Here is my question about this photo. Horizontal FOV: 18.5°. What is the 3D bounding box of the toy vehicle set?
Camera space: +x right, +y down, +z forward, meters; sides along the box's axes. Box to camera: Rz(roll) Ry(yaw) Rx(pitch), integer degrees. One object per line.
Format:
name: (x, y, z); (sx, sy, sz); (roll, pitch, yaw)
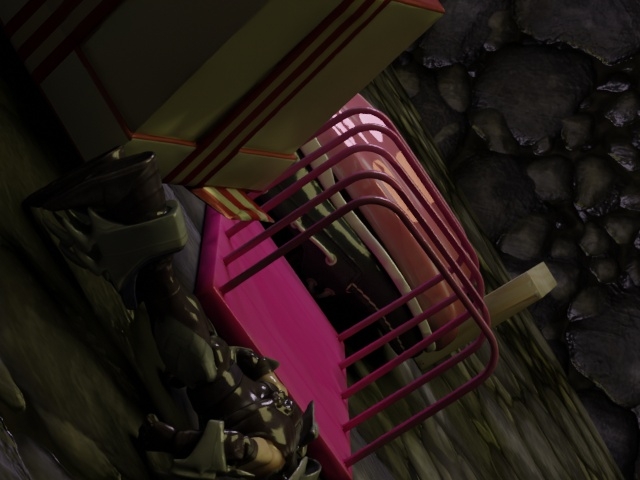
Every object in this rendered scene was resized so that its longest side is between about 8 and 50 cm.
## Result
toy vehicle set: (0.199, 0.088, 2.380); (0.035, 0.166, 0.267); (59, 10, 4)

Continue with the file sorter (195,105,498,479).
file sorter: (0.028, 0.029, 1.682); (0.202, 0.182, 0.291); (55, 11, -17)

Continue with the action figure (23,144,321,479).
action figure: (-0.082, 0.076, 1.281); (0.285, 0.099, 0.185); (60, 2, -11)

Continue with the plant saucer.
plant saucer: (0.057, -0.040, 2.063); (0.332, 0.084, 0.332); (55, -6, 9)

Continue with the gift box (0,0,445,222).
gift box: (-0.084, -0.175, 1.510); (0.276, 0.258, 0.255); (12, 42, -56)

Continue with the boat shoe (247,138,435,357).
boat shoe: (0.000, 0.000, 1.905); (0.302, 0.091, 0.114); (55, -8, -2)
